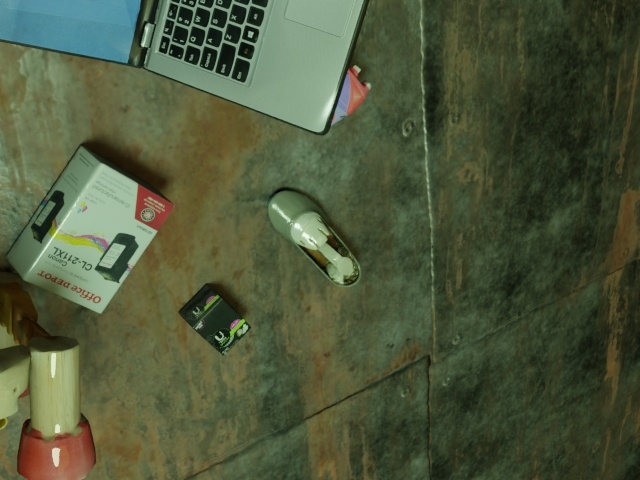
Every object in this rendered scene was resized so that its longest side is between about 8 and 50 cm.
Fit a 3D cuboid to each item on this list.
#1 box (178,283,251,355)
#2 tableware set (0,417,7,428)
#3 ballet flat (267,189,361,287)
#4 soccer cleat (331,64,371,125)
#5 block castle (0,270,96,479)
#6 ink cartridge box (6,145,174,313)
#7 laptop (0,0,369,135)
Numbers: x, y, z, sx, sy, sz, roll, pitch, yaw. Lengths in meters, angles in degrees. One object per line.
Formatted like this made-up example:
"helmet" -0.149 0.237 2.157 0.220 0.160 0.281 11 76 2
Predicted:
"box" -0.156 0.117 1.362 0.062 0.052 0.083 -46 131 -9
"tableware set" -0.489 0.274 1.222 0.154 0.024 0.104 -38 131 -14
"ballet flat" 0.000 0.000 1.401 0.072 0.068 0.213 -47 132 -6
"soccer cleat" -0.022 -0.249 1.244 0.095 0.083 0.248 -46 135 0
"block castle" -0.495 0.198 0.991 0.454 0.303 0.212 -8 112 -33
"ink cartridge box" -0.292 -0.011 1.177 0.127 0.072 0.175 32 93 -43
"laptop" -0.156 -0.350 0.990 0.236 0.408 0.381 -28 138 -66
